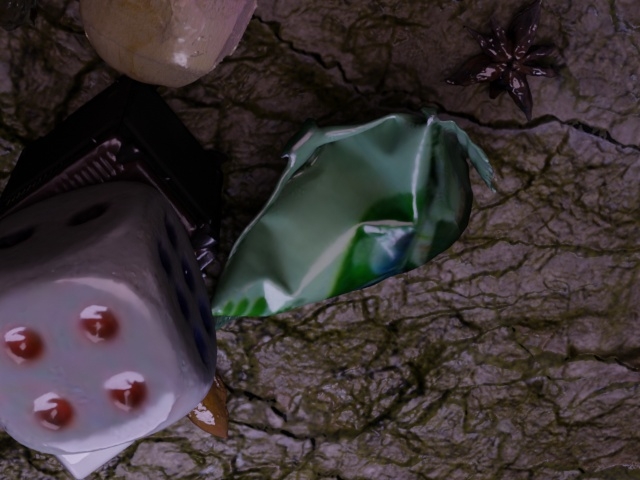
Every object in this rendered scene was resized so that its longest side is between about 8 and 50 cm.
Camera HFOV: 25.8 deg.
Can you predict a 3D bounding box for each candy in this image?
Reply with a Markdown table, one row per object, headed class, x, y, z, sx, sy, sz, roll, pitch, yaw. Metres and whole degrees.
| class | x | y | z | sx | sy | sz | roll | pitch | yaw |
| --- | --- | --- | --- | --- | --- | --- | --- | --- | --- |
| candy | 0.004 | 0.006 | 1.493 | 0.398 | 0.263 | 0.172 | -40 | 77 | 9 |

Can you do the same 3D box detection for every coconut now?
| class | x | y | z | sx | sy | sz | roll | pitch | yaw |
| --- | --- | --- | --- | --- | --- | --- | --- | --- | --- |
| coconut | -0.150 | -0.260 | 1.413 | 0.194 | 0.194 | 0.194 | -2 | 111 | -4 |

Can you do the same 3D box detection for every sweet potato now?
| class | x | y | z | sx | sy | sz | roll | pitch | yaw |
| --- | --- | --- | --- | --- | --- | --- | --- | --- | --- |
| sweet potato | -0.163 | 0.149 | 1.638 | 0.068 | 0.060 | 0.206 | -45 | 112 | -27 |

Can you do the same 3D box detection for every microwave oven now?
| class | x | y | z | sx | sy | sz | roll | pitch | yaw |
| --- | --- | --- | --- | --- | --- | --- | --- | --- | --- |
| microwave oven | -0.207 | -0.040 | 1.460 | 0.178 | 0.247 | 0.188 | -37 | 109 | 13 |

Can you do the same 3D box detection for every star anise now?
| class | x | y | z | sx | sy | sz | roll | pitch | yaw |
| --- | --- | --- | --- | --- | --- | --- | --- | --- | --- |
| star anise | 0.211 | -0.208 | 1.526 | 0.124 | 0.056 | 0.129 | 23 | 108 | -12 |

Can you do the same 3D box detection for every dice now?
| class | x | y | z | sx | sy | sz | roll | pitch | yaw |
| --- | --- | --- | --- | --- | --- | --- | --- | --- | --- |
| dice | -0.210 | 0.069 | 1.273 | 0.192 | 0.194 | 0.193 | -17 | 112 | 10 |

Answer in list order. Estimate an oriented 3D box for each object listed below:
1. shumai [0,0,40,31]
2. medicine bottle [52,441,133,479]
| class | x | y | z | sx | sy | sz | roll | pitch | yaw |
| --- | --- | --- | --- | --- | --- | --- | --- | --- | --- |
| shumai | -0.330 | -0.314 | 1.421 | 0.184 | 0.184 | 0.142 | 46 | 74 | -19 |
| medicine bottle | -0.333 | 0.100 | 1.535 | 0.124 | 0.179 | 0.324 | -34 | 111 | 8 |
